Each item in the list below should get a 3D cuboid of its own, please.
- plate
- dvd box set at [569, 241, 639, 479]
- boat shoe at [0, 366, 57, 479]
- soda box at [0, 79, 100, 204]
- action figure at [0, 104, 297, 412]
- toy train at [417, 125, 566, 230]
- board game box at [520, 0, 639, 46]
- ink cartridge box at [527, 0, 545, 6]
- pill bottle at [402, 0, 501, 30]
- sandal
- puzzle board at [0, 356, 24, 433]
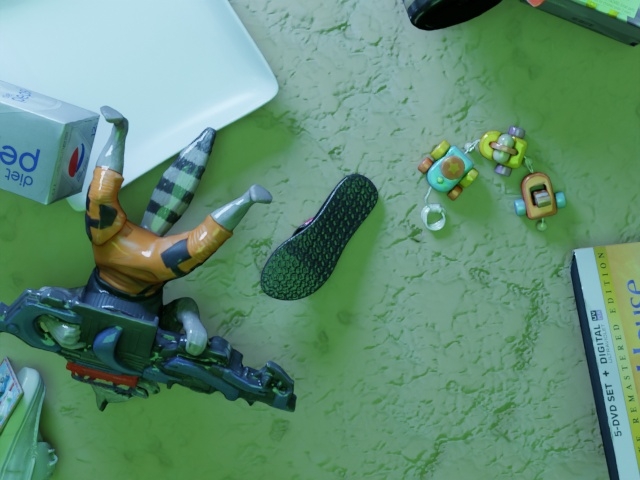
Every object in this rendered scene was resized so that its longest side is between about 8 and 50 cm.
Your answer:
[{"bbox_3d":[-0.229,-0.217,1.404,0.277,0.045,0.278,-31,94,5],"label":"plate"},{"bbox_3d":[0.506,0.130,1.341,0.420,0.062,0.308,-6,64,2],"label":"dvd box set"},{"bbox_3d":[-0.353,0.262,1.439,0.081,0.079,0.227,18,90,-24],"label":"boat shoe"},{"bbox_3d":[-0.397,-0.134,1.360,0.286,0.091,0.098,20,106,10],"label":"soda box"},{"bbox_3d":[-0.163,0.055,1.371,0.341,0.178,0.330,23,113,-9],"label":"action figure"},{"bbox_3d":[0.195,-0.064,1.407,0.166,0.046,0.125,-8,94,2],"label":"toy train"},{"bbox_3d":[0.340,-0.369,1.329,0.144,0.142,0.275,21,95,1],"label":"board game box"},{"bbox_3d":[0.263,-0.473,1.214,0.385,0.091,0.308,-40,80,6],"label":"ink cartridge box"},{"bbox_3d":[0.119,-0.351,1.339,0.123,0.123,0.219,-21,81,3],"label":"pill bottle"},{"bbox_3d":[0.000,0.000,1.425,0.067,0.040,0.179,42,80,-8],"label":"sandal"},{"bbox_3d":[-0.387,0.207,1.421,0.011,0.096,0.128,29,96,-32],"label":"puzzle board"}]
